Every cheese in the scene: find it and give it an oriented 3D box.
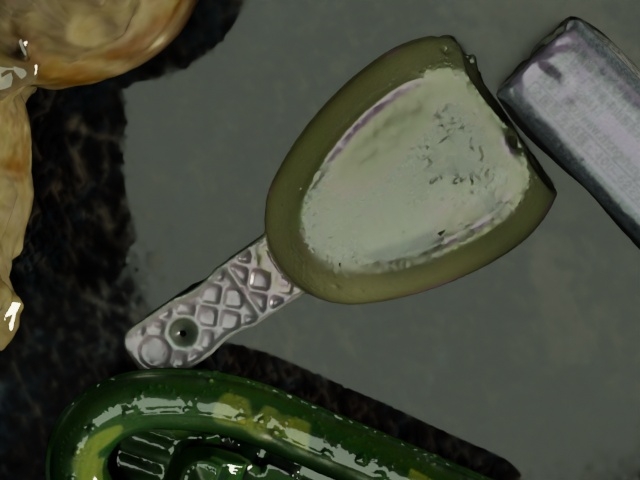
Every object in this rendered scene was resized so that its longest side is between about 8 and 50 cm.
[{"bbox_3d":[0.000,0.000,0.683,0.192,0.037,0.097,-35,91,10],"label":"cheese"}]

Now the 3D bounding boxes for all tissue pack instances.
[{"bbox_3d":[0.135,-0.017,0.627,0.051,0.112,0.156,-45,90,10],"label":"tissue pack"}]

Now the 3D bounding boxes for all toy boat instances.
[{"bbox_3d":[-0.015,0.119,0.689,0.210,0.052,0.104,23,101,-1],"label":"toy boat"}]

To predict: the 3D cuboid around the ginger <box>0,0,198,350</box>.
[{"bbox_3d":[-0.237,-0.083,0.641,0.375,0.176,0.256,7,79,7],"label":"ginger"}]
